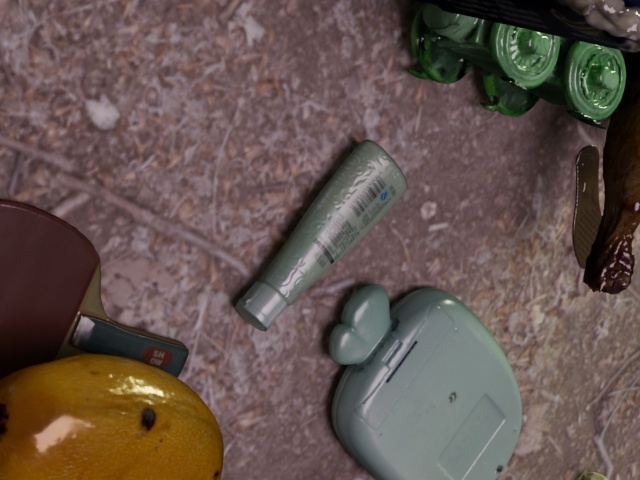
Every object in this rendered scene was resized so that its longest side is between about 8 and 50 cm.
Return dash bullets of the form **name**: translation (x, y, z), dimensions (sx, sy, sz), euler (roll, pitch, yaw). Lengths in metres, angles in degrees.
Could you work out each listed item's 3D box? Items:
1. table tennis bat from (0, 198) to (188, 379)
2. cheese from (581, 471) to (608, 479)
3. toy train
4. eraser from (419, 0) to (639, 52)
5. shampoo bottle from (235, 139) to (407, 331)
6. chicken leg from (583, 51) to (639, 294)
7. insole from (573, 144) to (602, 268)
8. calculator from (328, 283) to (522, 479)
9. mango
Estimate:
- **table tennis bat**: translation (-0.216, 0.060, 1.265), dimensions (0.274, 0.021, 0.154), euler (24, 90, -39)
- **cheese**: translation (0.303, 0.345, 1.751), dimensions (0.127, 0.050, 0.235), euler (-52, 128, -14)
- **toy train**: translation (0.193, -0.211, 1.435), dimensions (0.243, 0.132, 0.188), euler (21, 84, -42)
- **eraser**: translation (0.151, -0.248, 1.250), dimensions (0.101, 0.332, 0.155), euler (33, 82, -41)
- **shampoo bottle**: translation (0.000, 0.000, 1.403), dimensions (0.190, 0.041, 0.069), euler (-49, 134, -15)
- **chicken leg**: translation (0.313, -0.108, 1.537), dimensions (0.177, 0.083, 0.322), euler (109, -1, -54)
- **insole**: translation (0.276, -0.033, 1.637), dimensions (0.045, 0.002, 0.135), euler (-17, 114, -34)
- **calculator**: translation (0.103, 0.151, 1.532), dimensions (0.184, 0.042, 0.295), euler (-53, 130, -12)
- **mango**: translation (-0.176, 0.162, 1.267), dimensions (0.157, 0.109, 0.262), euler (-51, 146, 11)
